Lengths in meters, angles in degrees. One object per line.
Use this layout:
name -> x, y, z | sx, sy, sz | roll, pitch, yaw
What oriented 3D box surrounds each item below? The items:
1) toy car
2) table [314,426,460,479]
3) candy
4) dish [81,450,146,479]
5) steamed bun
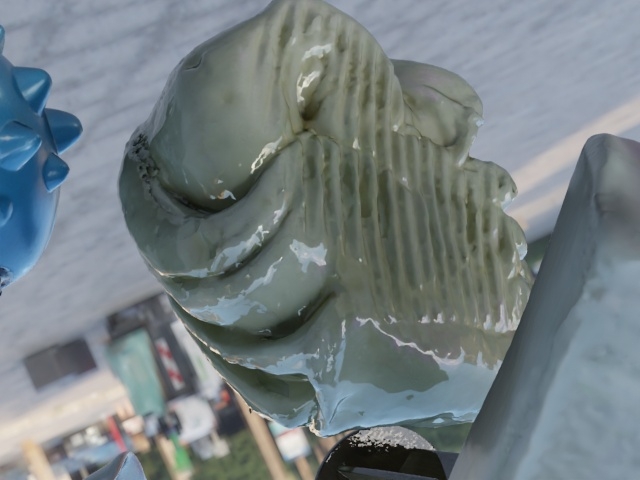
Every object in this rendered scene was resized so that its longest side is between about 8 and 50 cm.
toy car -> -0.287, -0.071, 1.113 | 0.190, 0.188, 0.255 | -24, 146, 1
table -> 0.110, 0.271, 1.411 | 0.167, 0.167, 0.227 | -23, -175, -24
candy -> 0.202, 0.132, 0.878 | 0.145, 0.208, 0.358 | -64, 174, -60
dish -> -0.239, 0.323, 1.419 | 0.081, 0.229, 0.229 | 5, -178, 10
steamed bun -> 0.000, 0.000, 1.135 | 0.352, 0.339, 0.247 | 6, 154, -35
